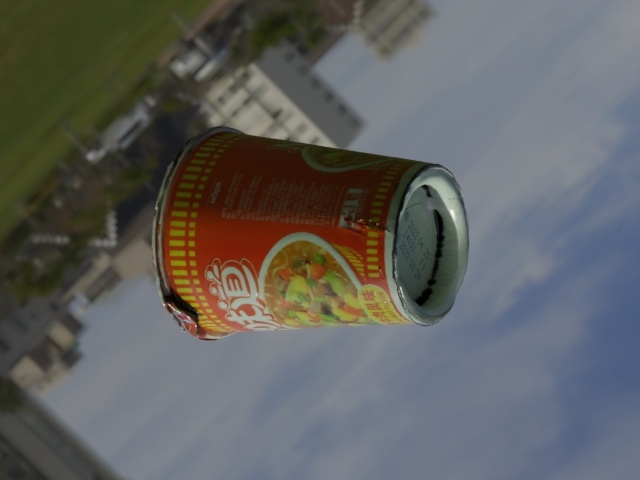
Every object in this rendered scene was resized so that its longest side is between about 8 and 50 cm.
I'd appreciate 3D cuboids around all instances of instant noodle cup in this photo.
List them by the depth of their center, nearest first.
[{"bbox_3d":[0.000,0.000,1.355,0.212,0.193,0.193,3,-144,31],"label":"instant noodle cup"}]
